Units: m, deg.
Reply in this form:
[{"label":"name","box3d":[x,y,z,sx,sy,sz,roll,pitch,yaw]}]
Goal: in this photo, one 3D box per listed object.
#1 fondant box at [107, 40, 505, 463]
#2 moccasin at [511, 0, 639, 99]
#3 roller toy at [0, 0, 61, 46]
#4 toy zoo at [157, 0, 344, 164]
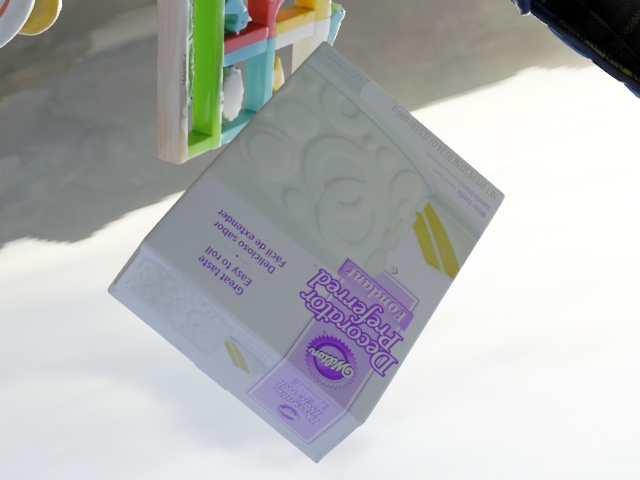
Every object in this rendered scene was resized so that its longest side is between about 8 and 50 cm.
[{"label":"fondant box","box3d":[0.000,0.000,1.190,0.330,0.238,0.096,-53,-176,-40]},{"label":"moccasin","box3d":[0.187,-0.217,0.938,0.117,0.342,0.138,-30,154,-47]},{"label":"roller toy","box3d":[-0.406,-0.293,1.426,0.209,0.191,0.146,-23,-166,-10]},{"label":"toy zoo","box3d":[-0.064,-0.209,1.339,0.030,0.192,0.293,18,-150,28]}]
